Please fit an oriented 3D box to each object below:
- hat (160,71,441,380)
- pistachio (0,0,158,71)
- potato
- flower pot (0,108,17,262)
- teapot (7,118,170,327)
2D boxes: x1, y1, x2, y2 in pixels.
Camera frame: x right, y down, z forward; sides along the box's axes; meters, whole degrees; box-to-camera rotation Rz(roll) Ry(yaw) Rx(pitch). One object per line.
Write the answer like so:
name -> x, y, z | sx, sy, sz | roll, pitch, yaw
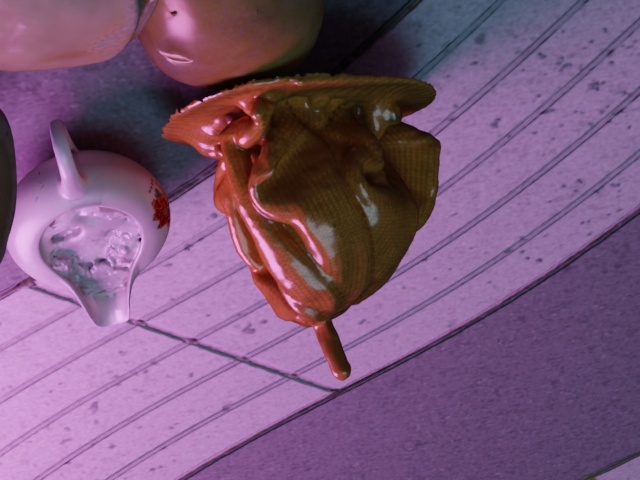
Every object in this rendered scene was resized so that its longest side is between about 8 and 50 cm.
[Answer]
hat -> 0.000, 0.000, 1.561 | 0.233, 0.233, 0.244 | -10, 173, 2
pistachio -> -0.203, -0.246, 1.266 | 0.230, 0.230, 0.309 | -7, 141, -11
potato -> -0.077, -0.200, 1.453 | 0.150, 0.146, 0.234 | 9, 145, 17
flower pot -> -0.349, -0.039, 1.456 | 0.195, 0.246, 0.246 | 6, 141, 9
teapot -> -0.205, -0.025, 1.636 | 0.145, 0.092, 0.226 | -17, 139, -3
